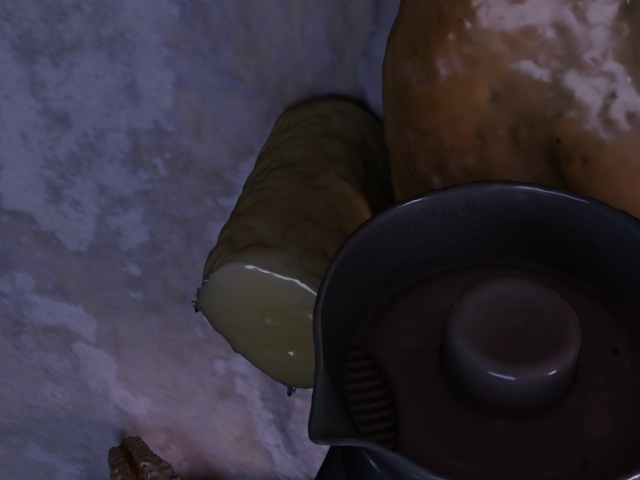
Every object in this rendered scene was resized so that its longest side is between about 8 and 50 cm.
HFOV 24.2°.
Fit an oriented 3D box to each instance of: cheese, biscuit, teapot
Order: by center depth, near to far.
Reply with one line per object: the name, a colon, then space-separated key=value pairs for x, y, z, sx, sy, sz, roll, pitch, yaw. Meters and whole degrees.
teapot: x=0.115 y=0.148 z=0.845 sx=0.300 sy=0.253 sz=0.344 roll=-20 pitch=142 yaw=-18
biscuit: x=0.248 y=-0.037 z=0.849 sx=0.429 sy=0.104 sz=0.446 roll=0 pitch=130 yaw=20
cheese: x=0.000 y=0.000 z=0.945 sx=0.123 sy=0.167 sz=0.094 roll=40 pitch=135 yaw=-16

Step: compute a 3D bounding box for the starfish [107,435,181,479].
starfish: x=-0.097 y=0.304 z=1.313 sx=0.312 sy=0.113 sz=0.303 roll=28 pitch=133 yaw=9
